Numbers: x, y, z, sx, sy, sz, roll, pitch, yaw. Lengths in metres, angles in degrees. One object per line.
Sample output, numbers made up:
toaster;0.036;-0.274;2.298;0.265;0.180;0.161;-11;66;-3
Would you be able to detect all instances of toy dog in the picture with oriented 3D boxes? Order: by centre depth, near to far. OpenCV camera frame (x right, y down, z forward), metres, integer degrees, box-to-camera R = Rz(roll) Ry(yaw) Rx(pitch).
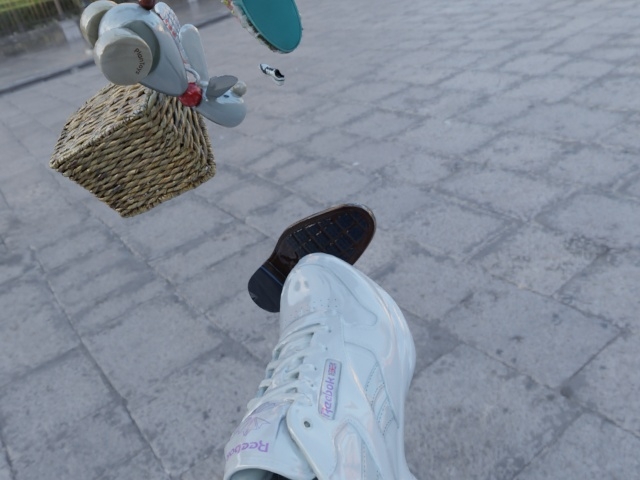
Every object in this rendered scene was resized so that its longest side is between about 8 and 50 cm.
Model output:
toy dog;-0.241;-0.323;0.967;0.220;0.161;0.334;46;17;15

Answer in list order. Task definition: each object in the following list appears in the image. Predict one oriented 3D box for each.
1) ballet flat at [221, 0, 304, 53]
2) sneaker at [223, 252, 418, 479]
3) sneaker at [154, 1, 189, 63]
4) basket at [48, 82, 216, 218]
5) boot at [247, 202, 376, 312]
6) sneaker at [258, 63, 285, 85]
ballet flat;-0.107;-0.336;0.702;0.091;0.241;0.077;-50;43;-8
sneaker;0.002;0.122;0.427;0.114;0.152;0.305;-35;45;27
sneaker;-0.361;-0.480;1.331;0.065;0.158;0.061;-5;49;16
basket;-0.394;-0.221;1.243;0.299;0.223;0.213;-22;47;26
boot;0.000;0.000;0.681;0.219;0.082;0.106;-37;8;41
sneaker;-0.129;-0.459;1.535;0.032;0.083;0.037;-56;3;-28
